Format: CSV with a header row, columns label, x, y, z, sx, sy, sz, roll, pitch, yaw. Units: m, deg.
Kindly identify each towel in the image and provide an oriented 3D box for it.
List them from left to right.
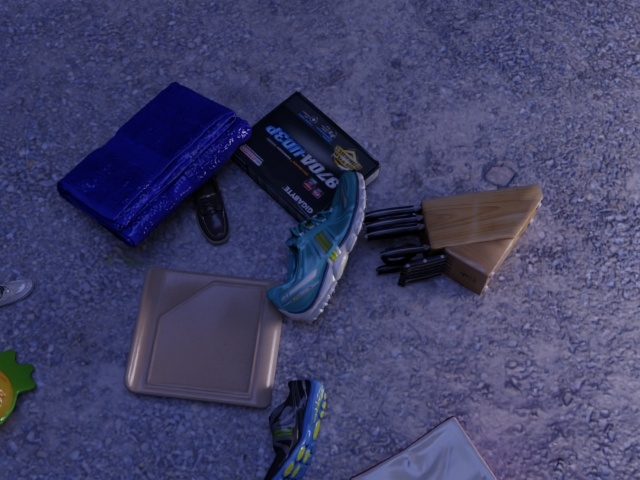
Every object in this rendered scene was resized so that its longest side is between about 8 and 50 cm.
label,x,y,z,sx,sy,sz,roll,pitch,yaw
towel,-0.295,-0.149,1.618,0.227,0.076,0.308,31,66,32

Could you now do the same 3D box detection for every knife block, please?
label,x,y,z,sx,sy,sz,roll,pitch,yaw
knife block,0.216,-0.031,1.599,0.242,0.088,0.276,33,69,13

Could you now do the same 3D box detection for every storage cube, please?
label,x,y,z,sx,sy,sz,roll,pitch,yaw
storage cube,0.160,0.398,1.336,0.183,0.193,0.215,-27,67,-14

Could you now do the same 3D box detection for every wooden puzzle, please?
label,x,y,z,sx,sy,sz,roll,pitch,yaw
wooden puzzle,-0.187,0.160,1.527,0.238,0.044,0.221,8,64,-3

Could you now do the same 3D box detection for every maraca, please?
label,x,y,z,sx,sy,sz,roll,pitch,yaw
maraca,-0.534,0.238,1.450,0.127,0.099,0.185,37,43,9

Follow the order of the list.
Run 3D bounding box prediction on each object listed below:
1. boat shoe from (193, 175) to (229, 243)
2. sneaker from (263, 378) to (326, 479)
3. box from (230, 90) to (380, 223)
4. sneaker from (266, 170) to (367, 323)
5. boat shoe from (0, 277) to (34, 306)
label,x,y,z,sx,sy,sz,roll,pitch,yaw
boat shoe,-0.199,-0.066,1.626,0.056,0.049,0.152,-18,65,-8
sneaker,-0.049,0.306,1.453,0.078,0.067,0.188,7,64,25
box,-0.028,-0.144,1.666,0.175,0.051,0.220,-41,72,-18
sneaker,0.000,0.000,1.541,0.109,0.107,0.275,25,75,-6
boat shoe,-0.531,0.087,1.552,0.100,0.035,0.035,-22,67,-11
